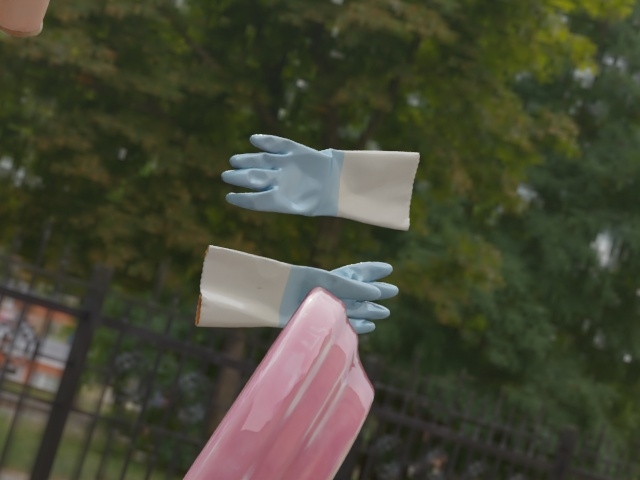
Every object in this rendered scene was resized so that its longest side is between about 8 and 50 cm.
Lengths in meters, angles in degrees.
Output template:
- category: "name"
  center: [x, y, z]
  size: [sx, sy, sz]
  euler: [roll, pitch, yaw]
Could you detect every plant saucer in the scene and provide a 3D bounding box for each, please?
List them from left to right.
- category: "plant saucer"
  center: [-0.063, 0.190, 1.086]
  size: [0.084, 0.332, 0.332]
  euler: [34, -5, 1]

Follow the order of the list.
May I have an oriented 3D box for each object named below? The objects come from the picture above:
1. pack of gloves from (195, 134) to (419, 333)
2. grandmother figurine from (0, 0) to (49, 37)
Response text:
- category: "pack of gloves"
  center: [0.000, 0.000, 1.520]
  size: [0.232, 0.195, 0.046]
  euler: [5, 9, -33]
- category: "grandmother figurine"
  center: [-0.248, -0.336, 1.397]
  size: [0.104, 0.342, 0.208]
  euler: [46, 40, 18]
